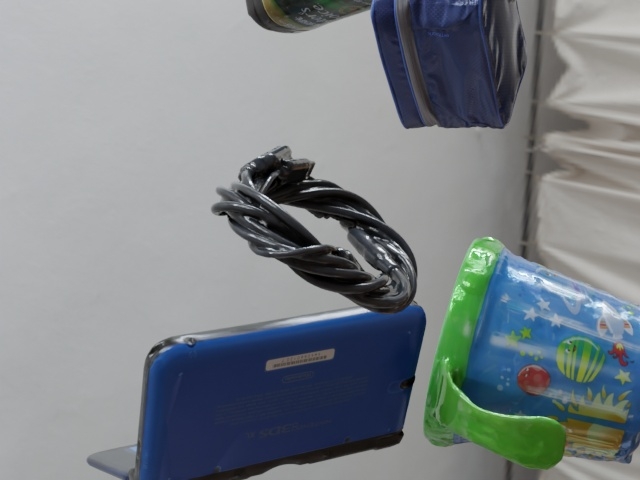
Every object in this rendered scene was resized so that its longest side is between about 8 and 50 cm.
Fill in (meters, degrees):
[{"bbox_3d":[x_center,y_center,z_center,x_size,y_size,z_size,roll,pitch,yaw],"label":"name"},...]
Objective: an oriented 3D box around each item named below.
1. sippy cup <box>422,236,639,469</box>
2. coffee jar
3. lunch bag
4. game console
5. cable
[{"bbox_3d":[0.249,0.135,1.244,0.240,0.224,0.305,81,-153,-57],"label":"sippy cup"},{"bbox_3d":[0.011,-0.266,1.164,0.096,0.184,0.079,-4,-93,-46],"label":"coffee jar"},{"bbox_3d":[0.063,-0.101,0.573,0.098,0.065,0.067,70,-147,-44],"label":"lunch bag"},{"bbox_3d":[-0.072,0.149,1.156,0.293,0.173,0.250,-8,-58,-29],"label":"game console"},{"bbox_3d":[0.000,0.000,0.775,0.047,0.150,0.184,-49,-1,16],"label":"cable"}]
